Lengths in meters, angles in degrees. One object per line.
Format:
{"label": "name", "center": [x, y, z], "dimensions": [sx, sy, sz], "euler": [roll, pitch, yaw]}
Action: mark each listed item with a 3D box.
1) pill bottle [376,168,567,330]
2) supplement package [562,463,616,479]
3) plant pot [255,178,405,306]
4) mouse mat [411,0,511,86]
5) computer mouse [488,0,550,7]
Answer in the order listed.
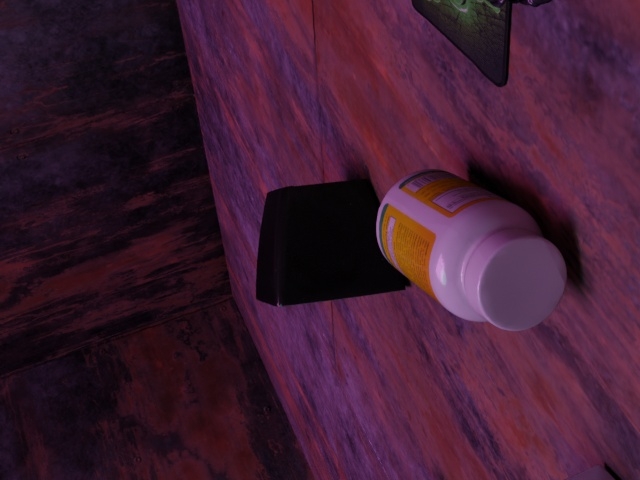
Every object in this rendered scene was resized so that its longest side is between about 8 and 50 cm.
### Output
{"label": "pill bottle", "center": [0.142, 0.008, 0.879], "dimensions": [0.208, 0.118, 0.117], "euler": [-139, 32, -65]}
{"label": "supplement package", "center": [0.245, 0.380, 0.804], "dimensions": [0.262, 0.198, 0.199], "euler": [-131, 26, -58]}
{"label": "plant pot", "center": [0.000, 0.000, 1.350], "dimensions": [0.187, 0.188, 0.166], "euler": [177, 86, -77]}
{"label": "mouse mat", "center": [0.123, -0.244, 0.840], "dimensions": [0.189, 0.007, 0.152], "euler": [-121, 17, -45]}
{"label": "computer mouse", "center": [0.134, -0.265, 0.626], "dimensions": [0.262, 0.060, 0.184], "euler": [138, 113, -75]}
